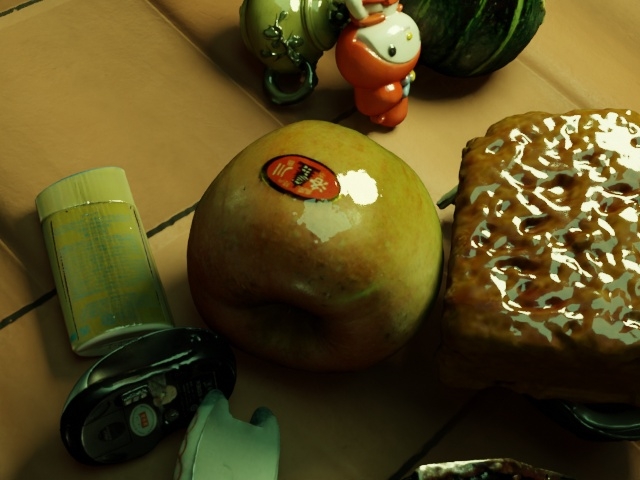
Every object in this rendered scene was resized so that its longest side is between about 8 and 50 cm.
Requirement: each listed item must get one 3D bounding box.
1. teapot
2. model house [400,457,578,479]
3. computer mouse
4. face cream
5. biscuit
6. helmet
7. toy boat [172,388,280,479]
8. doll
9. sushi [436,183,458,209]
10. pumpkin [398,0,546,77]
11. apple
[{"bbox_3d":[-0.031,-0.361,1.552,0.183,0.173,0.269,-3,79,28],"label":"teapot"},{"bbox_3d":[0.238,0.416,1.016,0.297,0.317,0.282,-10,54,-7],"label":"model house"},{"bbox_3d":[-0.219,0.188,1.147,0.233,0.137,0.096,-21,46,-26],"label":"computer mouse"},{"bbox_3d":[-0.307,0.020,1.279,0.139,0.067,0.285,-10,59,-23],"label":"face cream"},{"bbox_3d":[0.333,0.012,1.191,0.343,0.166,0.395,3,58,12],"label":"biscuit"},{"bbox_3d":[0.381,0.175,1.276,0.225,0.177,0.305,-29,59,-14],"label":"helmet"},{"bbox_3d":[-0.122,0.292,1.118,0.134,0.079,0.207,27,58,-35],"label":"toy boat"},{"bbox_3d":[0.096,-0.312,1.499,0.130,0.290,0.161,14,37,32],"label":"doll"},{"bbox_3d":[0.339,-0.065,1.450,0.274,0.184,0.139,25,49,11],"label":"sushi"},{"bbox_3d":[0.244,-0.441,1.632,0.323,0.241,0.323,20,36,-15],"label":"pumpkin"},{"bbox_3d":[0.000,0.000,1.210,0.339,0.338,0.305,21,54,0],"label":"apple"}]
